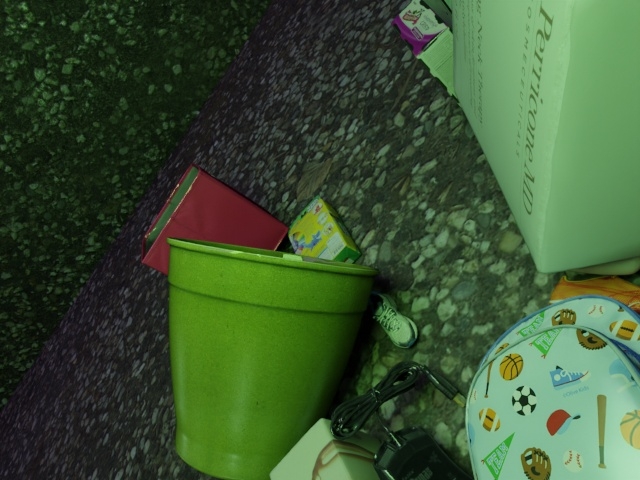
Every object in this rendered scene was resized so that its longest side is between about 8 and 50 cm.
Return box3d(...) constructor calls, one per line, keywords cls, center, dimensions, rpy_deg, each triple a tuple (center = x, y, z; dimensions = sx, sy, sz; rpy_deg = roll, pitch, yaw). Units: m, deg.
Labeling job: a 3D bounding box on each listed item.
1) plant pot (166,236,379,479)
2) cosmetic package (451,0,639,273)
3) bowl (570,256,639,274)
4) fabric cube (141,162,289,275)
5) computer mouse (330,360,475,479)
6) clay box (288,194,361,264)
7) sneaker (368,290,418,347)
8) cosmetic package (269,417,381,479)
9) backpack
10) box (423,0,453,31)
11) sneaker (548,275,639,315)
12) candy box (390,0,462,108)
box3d(cls="plant pot", center=(-0.105, 0.195, 0.816), dimensions=(0.367, 0.367, 0.352), rpy_deg=(8, 89, 53))
box3d(cls="cosmetic package", center=(0.344, -0.238, 0.509), dimensions=(0.328, 0.329, 0.393), rpy_deg=(-13, 48, 9))
box3d(cls="bowl", center=(0.364, -0.007, 0.609), dimensions=(0.142, 0.053, 0.142), rpy_deg=(-45, 29, -27))
box3d(cls="fabric cube", center=(-0.279, -0.019, 1.211), dimensions=(0.258, 0.258, 0.254), rpy_deg=(-58, 23, 1))
box3d(cls="computer mouse", center=(0.156, 0.293, 0.642), dimensions=(0.184, 0.060, 0.262), rpy_deg=(-34, 56, -27))
box3d(cls="clay box", center=(0.000, 0.000, 1.073), dimensions=(0.127, 0.053, 0.222), rpy_deg=(-47, 35, 17))
box3d(cls="sneaker", center=(0.118, 0.137, 0.823), dimensions=(0.052, 0.058, 0.135), rpy_deg=(-52, 36, 9))
box3d(cls="cosmetic package", center=(0.065, 0.401, 0.608), dimensions=(0.129, 0.153, 0.296), rpy_deg=(-51, 37, 8))
box3d(cls="backpack", center=(0.274, 0.195, 0.476), dimensions=(0.277, 0.213, 0.263), rpy_deg=(-39, 29, 29))
box3d(cls="box", center=(0.252, -0.510, 0.951), dimensions=(0.087, 0.290, 0.169), rpy_deg=(-47, 35, 14))
box3d(cls="sneaker", center=(0.370, 0.071, 0.567), dimensions=(0.175, 0.064, 0.067), rpy_deg=(8, 58, 49))
box3d(cls="candy box", center=(0.245, -0.319, 0.861), dimensions=(0.071, 0.234, 0.159), rpy_deg=(-40, 40, 24))
